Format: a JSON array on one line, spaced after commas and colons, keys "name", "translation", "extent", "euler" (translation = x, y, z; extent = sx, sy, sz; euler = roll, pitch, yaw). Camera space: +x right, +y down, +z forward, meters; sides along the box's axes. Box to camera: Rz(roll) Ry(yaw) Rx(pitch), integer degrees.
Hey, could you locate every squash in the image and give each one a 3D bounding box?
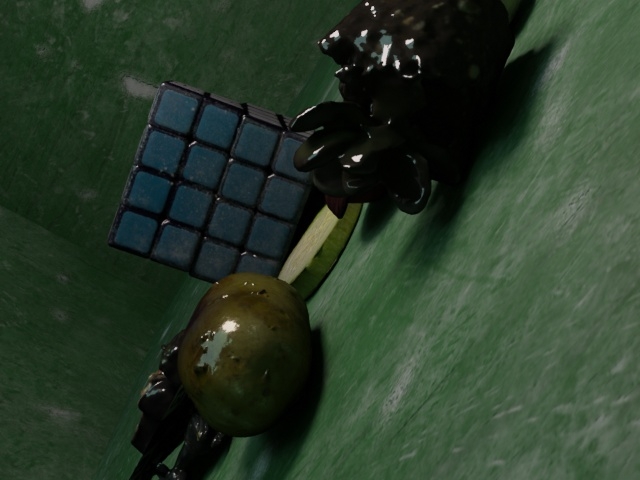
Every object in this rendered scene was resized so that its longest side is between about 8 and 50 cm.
[{"name": "squash", "translation": [0.004, 0.003, 1.528], "extent": [0.219, 0.041, 0.219], "euler": [-53, 11, 15]}]

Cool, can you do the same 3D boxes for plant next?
[{"name": "plant", "translation": [0.090, -0.172, 1.059], "extent": [0.276, 0.199, 0.188], "euler": [-59, -32, -11]}]

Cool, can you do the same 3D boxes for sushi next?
[{"name": "sushi", "translation": [-0.267, 0.260, 1.639], "extent": [0.373, 0.100, 0.296], "euler": [-59, -9, 27]}]

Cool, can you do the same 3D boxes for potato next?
[{"name": "potato", "translation": [-0.101, 0.153, 1.236], "extent": [0.210, 0.173, 0.307], "euler": [-58, 8, 4]}]

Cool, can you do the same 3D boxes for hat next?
[{"name": "hat", "translation": [0.072, -0.119, 1.340], "extent": [0.205, 0.089, 0.205], "euler": [18, -90, -85]}]

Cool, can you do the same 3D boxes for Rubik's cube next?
[{"name": "Rubik's cube", "translation": [-0.210, -0.115, 1.893], "extent": [0.344, 0.337, 0.344], "euler": [-118, 47, -78]}]

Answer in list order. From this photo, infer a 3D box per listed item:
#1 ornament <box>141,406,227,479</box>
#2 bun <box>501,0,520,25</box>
[{"name": "ornament", "translation": [-0.224, 0.345, 1.559], "extent": [0.236, 0.080, 0.202], "euler": [-57, 11, 24]}, {"name": "bun", "translation": [0.217, -0.295, 1.206], "extent": [0.115, 0.069, 0.115], "euler": [-38, 17, 14]}]
